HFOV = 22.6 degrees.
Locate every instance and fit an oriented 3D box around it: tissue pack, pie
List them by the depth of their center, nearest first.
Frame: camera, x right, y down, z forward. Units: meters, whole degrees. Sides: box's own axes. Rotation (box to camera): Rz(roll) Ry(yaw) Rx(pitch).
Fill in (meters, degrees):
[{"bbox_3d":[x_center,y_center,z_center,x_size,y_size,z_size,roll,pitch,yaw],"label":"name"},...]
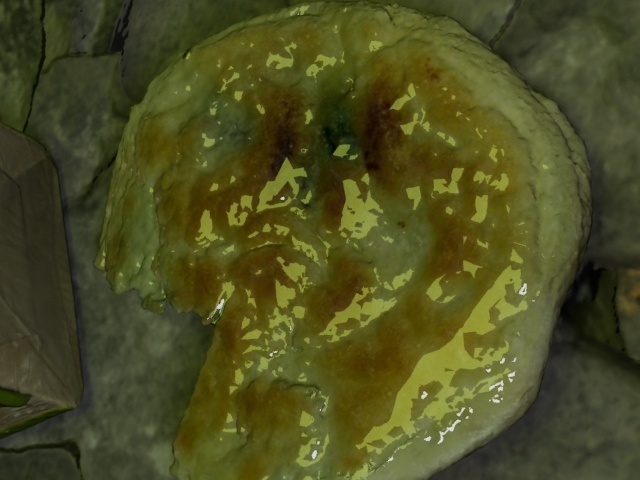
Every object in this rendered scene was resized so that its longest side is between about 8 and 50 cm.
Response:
[{"bbox_3d":[0.000,0.000,0.922,0.337,0.075,0.337,-11,69,30],"label":"pie"},{"bbox_3d":[-0.316,0.052,1.052,0.274,0.167,0.200,-24,63,25],"label":"tissue pack"}]
